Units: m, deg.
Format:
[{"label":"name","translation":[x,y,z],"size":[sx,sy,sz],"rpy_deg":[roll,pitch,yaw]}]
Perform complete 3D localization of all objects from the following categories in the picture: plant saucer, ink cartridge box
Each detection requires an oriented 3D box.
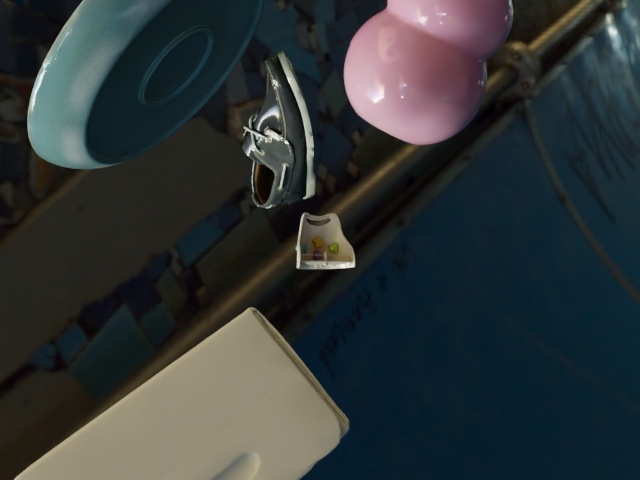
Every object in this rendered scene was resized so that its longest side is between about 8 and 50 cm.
[{"label":"plant saucer","translation":[-0.156,-0.185,0.867],"size":[0.317,0.043,0.317],"rpy_deg":[-46,172,-8]},{"label":"ink cartridge box","translation":[-0.100,0.145,0.522],"size":[0.160,0.092,0.219],"rpy_deg":[-36,174,-31]}]

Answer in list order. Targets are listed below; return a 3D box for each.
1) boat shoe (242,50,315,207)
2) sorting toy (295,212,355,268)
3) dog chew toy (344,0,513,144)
[{"label":"boat shoe","translation":[-0.051,-0.119,1.002],"size":[0.079,0.233,0.084],"rpy_deg":[-15,-123,-10]},{"label":"sorting toy","translation":[0.000,0.000,1.150],"size":[0.083,0.075,0.045],"rpy_deg":[1,174,-24]},{"label":"dog chew toy","translation":[0.171,-0.304,1.197],"size":[0.206,0.332,0.206],"rpy_deg":[25,-162,-9]}]
